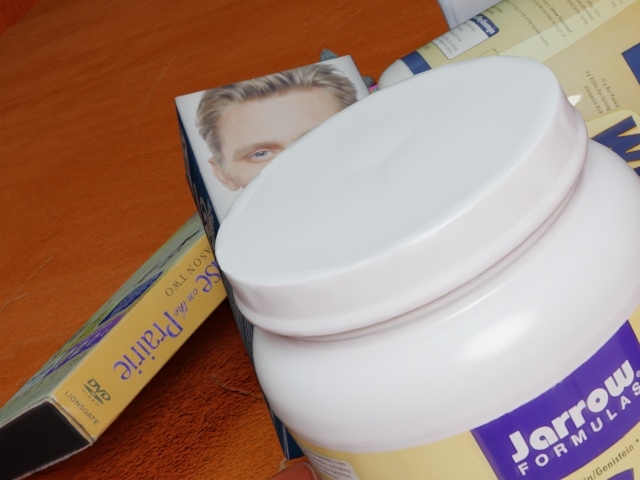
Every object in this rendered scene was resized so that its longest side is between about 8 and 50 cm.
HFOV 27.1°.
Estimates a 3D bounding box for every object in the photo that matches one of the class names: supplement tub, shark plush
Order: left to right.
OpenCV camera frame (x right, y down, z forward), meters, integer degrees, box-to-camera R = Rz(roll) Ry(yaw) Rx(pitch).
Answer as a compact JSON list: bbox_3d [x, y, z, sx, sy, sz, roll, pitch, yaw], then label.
[{"bbox_3d":[0.018,-0.191,1.712,0.073,0.067,0.161,-21,26,21],"label":"shark plush"},{"bbox_3d":[0.109,0.087,0.766,0.241,0.331,0.241,-25,25,13],"label":"supplement tub"},{"bbox_3d":[0.232,-0.120,1.140,0.316,0.228,0.228,-30,24,4],"label":"supplement tub"}]

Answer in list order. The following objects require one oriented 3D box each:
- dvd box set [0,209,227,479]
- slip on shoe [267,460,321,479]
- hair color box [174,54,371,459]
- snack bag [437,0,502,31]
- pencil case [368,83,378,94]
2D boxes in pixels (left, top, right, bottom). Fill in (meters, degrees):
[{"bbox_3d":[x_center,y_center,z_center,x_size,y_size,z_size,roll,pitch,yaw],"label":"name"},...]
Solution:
[{"bbox_3d":[-0.164,0.063,1.336,0.420,0.062,0.307,-49,10,-34],"label":"dvd box set"},{"bbox_3d":[-0.118,0.263,0.973,0.331,0.101,0.123,-34,23,-10],"label":"slip on shoe"},{"bbox_3d":[0.000,0.000,1.127,0.173,0.105,0.347,-15,47,-10],"label":"hair color box"},{"bbox_3d":[0.275,-0.234,1.261,0.342,0.323,0.037,-30,58,0],"label":"snack bag"},{"bbox_3d":[0.073,-0.135,1.509,0.236,0.104,0.104,-25,25,15],"label":"pencil case"}]
